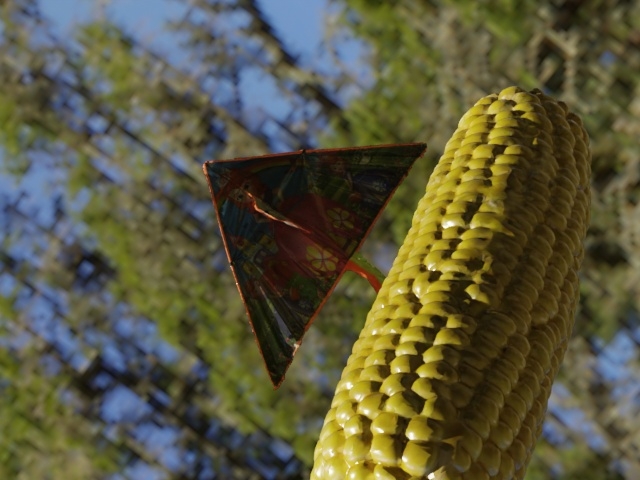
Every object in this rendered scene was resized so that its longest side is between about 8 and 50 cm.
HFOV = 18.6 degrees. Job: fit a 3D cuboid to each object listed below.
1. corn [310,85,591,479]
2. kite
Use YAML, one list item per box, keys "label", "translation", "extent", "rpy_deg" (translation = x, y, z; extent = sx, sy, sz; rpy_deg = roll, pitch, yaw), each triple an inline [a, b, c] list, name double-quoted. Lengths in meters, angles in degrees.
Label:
- label: "corn"
  translation: [0.076, 0.041, 0.972]
  extent: [0.101, 0.101, 0.310]
  rpy_deg: [35, -134, -7]
- label: "kite"
  translation: [0.000, 0.000, 1.110]
  extent: [0.159, 0.010, 0.190]
  rpy_deg: [33, -119, -3]
